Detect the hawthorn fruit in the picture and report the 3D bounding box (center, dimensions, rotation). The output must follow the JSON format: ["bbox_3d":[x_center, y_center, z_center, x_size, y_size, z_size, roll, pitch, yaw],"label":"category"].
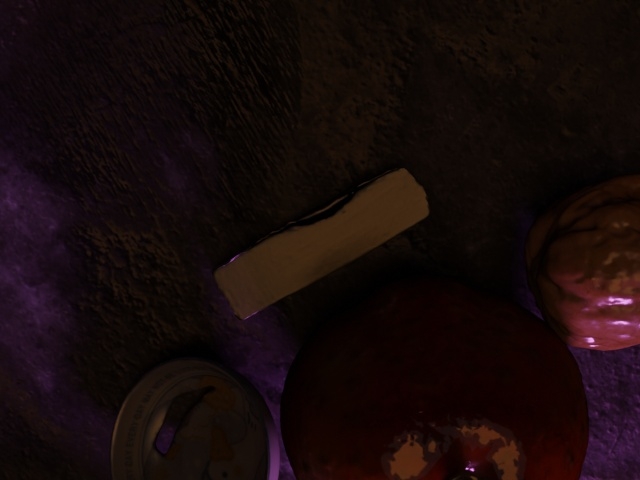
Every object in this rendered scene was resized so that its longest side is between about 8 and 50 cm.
[{"bbox_3d":[0.151,0.247,0.987,0.403,0.403,0.402,0,103,1],"label":"hawthorn fruit"}]

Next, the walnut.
[{"bbox_3d":[0.397,0.033,1.015,0.257,0.224,0.257,-1,109,-4],"label":"walnut"}]

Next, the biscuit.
[{"bbox_3d":[0.000,0.000,1.106,0.323,0.038,0.099,-30,104,6],"label":"biscuit"}]

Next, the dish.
[{"bbox_3d":[-0.158,0.306,1.136,0.274,0.134,0.273,-5,79,26],"label":"dish"}]
